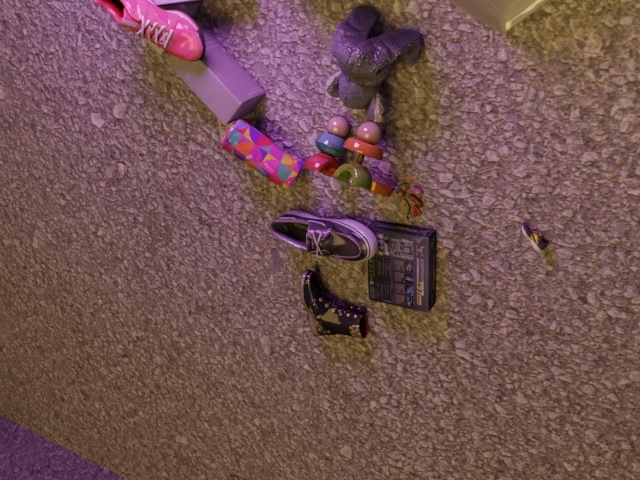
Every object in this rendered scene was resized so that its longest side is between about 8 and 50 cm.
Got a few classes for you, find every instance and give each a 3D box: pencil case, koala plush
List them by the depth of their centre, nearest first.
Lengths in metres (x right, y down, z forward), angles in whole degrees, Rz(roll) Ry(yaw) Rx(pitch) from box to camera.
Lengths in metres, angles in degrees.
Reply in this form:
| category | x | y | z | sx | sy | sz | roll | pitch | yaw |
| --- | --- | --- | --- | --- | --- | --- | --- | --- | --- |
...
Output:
| category | x | y | z | sx | sy | sz | roll | pitch | yaw |
| --- | --- | --- | --- | --- | --- | --- | --- | --- | --- |
| koala plush | 0.099 | -0.402 | 1.663 | 0.196 | 0.203 | 0.221 | 33 | 139 | 14 |
| pencil case | -0.158 | -0.237 | 1.913 | 0.236 | 0.104 | 0.104 | 33 | 131 | -16 |

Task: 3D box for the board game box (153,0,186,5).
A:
| category | x | y | z | sx | sy | sz | roll | pitch | yaw |
| --- | --- | --- | --- | --- | --- | --- | --- | --- | --- |
| board game box | -0.348 | -0.766 | 1.756 | 0.318 | 0.066 | 0.318 | 2 | 107 | 22 |

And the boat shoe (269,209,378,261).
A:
| category | x | y | z | sx | sy | sz | roll | pitch | yaw |
| --- | --- | --- | --- | --- | --- | --- | --- | --- | --- |
| boat shoe | 0.000 | 0.000 | 1.936 | 0.335 | 0.119 | 0.121 | 14 | 118 | 37 |

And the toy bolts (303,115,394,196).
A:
| category | x | y | z | sx | sy | sz | roll | pitch | yaw |
| --- | --- | --- | --- | --- | --- | --- | --- | --- | --- |
| toy bolts | 0.093 | -0.225 | 1.797 | 0.228 | 0.218 | 0.158 | 24 | 96 | 39 |

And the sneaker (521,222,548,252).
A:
| category | x | y | z | sx | sy | sz | roll | pitch | yaw |
| --- | --- | --- | --- | --- | --- | --- | --- | --- | --- |
| sneaker | 0.522 | -0.012 | 1.699 | 0.035 | 0.031 | 0.083 | -36 | 97 | 26 |

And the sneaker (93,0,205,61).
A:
| category | x | y | z | sx | sy | sz | roll | pitch | yaw |
| --- | --- | --- | --- | --- | --- | --- | --- | --- | --- |
| sneaker | -0.441 | -0.547 | 1.766 | 0.314 | 0.136 | 0.116 | 36 | 129 | -2 |

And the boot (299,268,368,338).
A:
| category | x | y | z | sx | sy | sz | roll | pitch | yaw |
| --- | --- | --- | --- | --- | --- | --- | --- | --- | --- |
| boot | 0.042 | 0.192 | 2.073 | 0.179 | 0.085 | 0.236 | 4 | 123 | 28 |

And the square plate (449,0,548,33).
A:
| category | x | y | z | sx | sy | sz | roll | pitch | yaw |
| --- | --- | --- | --- | --- | --- | --- | --- | --- | --- |
| square plate | 0.383 | -0.574 | 1.335 | 0.347 | 0.344 | 0.049 | -34 | 56 | 40 |

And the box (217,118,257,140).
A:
| category | x | y | z | sx | sy | sz | roll | pitch | yaw |
| --- | --- | --- | --- | --- | --- | --- | --- | --- | --- |
| box | -0.244 | -0.312 | 2.014 | 0.136 | 0.028 | 0.081 | 8 | 119 | 26 |

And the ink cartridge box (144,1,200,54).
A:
| category | x | y | z | sx | sy | sz | roll | pitch | yaw |
| --- | --- | --- | --- | --- | --- | --- | --- | --- | --- |
| ink cartridge box | -0.430 | -0.627 | 1.930 | 0.127 | 0.072 | 0.175 | 45 | 129 | 4 |

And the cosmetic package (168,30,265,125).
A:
| category | x | y | z | sx | sy | sz | roll | pitch | yaw |
| --- | --- | --- | --- | --- | --- | --- | --- | --- | --- |
| cosmetic package | -0.282 | -0.442 | 1.905 | 0.238 | 0.127 | 0.107 | 44 | 130 | 2 |

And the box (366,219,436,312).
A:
| category | x | y | z | sx | sy | sz | roll | pitch | yaw |
| --- | --- | --- | --- | --- | --- | --- | --- | --- | --- |
| box | 0.221 | 0.071 | 1.909 | 0.183 | 0.059 | 0.232 | 10 | 120 | 29 |

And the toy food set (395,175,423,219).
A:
| category | x | y | z | sx | sy | sz | roll | pitch | yaw |
| --- | --- | --- | --- | --- | --- | --- | --- | --- | --- |
| toy food set | 0.236 | -0.109 | 1.828 | 0.078 | 0.019 | 0.122 | -1 | 114 | 32 |
